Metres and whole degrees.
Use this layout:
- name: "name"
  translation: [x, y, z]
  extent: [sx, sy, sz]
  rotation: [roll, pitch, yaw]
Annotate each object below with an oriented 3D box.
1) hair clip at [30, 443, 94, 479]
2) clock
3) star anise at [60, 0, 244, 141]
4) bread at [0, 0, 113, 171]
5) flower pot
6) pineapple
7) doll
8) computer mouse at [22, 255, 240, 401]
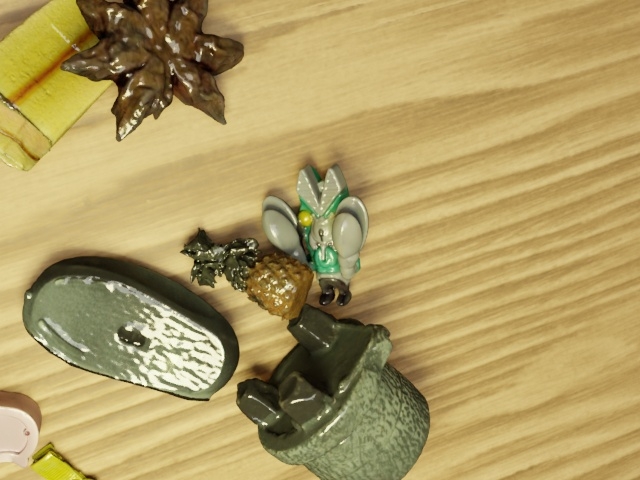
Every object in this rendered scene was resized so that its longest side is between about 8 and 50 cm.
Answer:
- name: "hair clip"
  translation: [-0.446, 0.443, 1.303]
  extent: [0.072, 0.046, 0.173]
  rotation: [-36, 108, -2]
- name: "clock"
  translation: [-0.622, 0.264, 1.209]
  extent: [0.275, 0.080, 0.291]
  rotation: [-4, 102, -14]
- name: "star anise"
  translation: [-0.264, -0.293, 1.163]
  extent: [0.315, 0.108, 0.316]
  rotation: [6, 80, -38]
- name: "bread"
  translation: [-0.450, -0.263, 1.185]
  extent: [0.168, 0.163, 0.264]
  rotation: [46, 54, -18]
- name: "flower pot"
  translation: [0.033, 0.272, 1.278]
  extent: [0.283, 0.299, 0.299]
  rotation: [42, 88, -21]
- name: "pineapple"
  translation: [-0.136, 0.054, 1.260]
  extent: [0.237, 0.111, 0.119]
  rotation: [24, 63, 12]
- name: "doll"
  translation: [0.018, -0.007, 1.287]
  extent: [0.195, 0.153, 0.258]
  rotation: [-29, 100, 24]
- name: "computer mouse"
  translation: [-0.323, 0.155, 1.252]
  extent: [0.373, 0.114, 0.203]
  rotation: [25, 95, -9]
